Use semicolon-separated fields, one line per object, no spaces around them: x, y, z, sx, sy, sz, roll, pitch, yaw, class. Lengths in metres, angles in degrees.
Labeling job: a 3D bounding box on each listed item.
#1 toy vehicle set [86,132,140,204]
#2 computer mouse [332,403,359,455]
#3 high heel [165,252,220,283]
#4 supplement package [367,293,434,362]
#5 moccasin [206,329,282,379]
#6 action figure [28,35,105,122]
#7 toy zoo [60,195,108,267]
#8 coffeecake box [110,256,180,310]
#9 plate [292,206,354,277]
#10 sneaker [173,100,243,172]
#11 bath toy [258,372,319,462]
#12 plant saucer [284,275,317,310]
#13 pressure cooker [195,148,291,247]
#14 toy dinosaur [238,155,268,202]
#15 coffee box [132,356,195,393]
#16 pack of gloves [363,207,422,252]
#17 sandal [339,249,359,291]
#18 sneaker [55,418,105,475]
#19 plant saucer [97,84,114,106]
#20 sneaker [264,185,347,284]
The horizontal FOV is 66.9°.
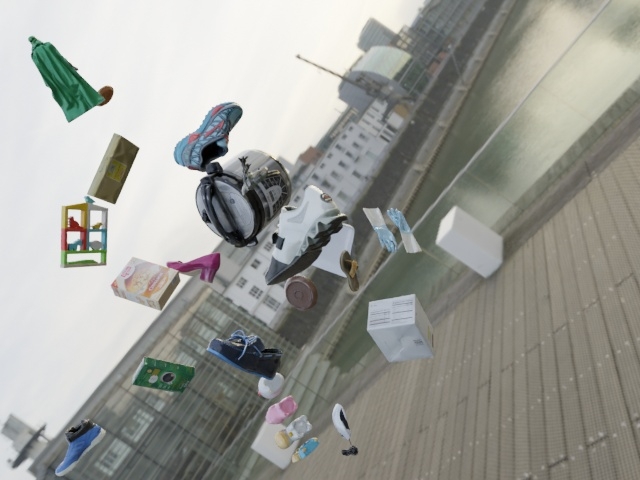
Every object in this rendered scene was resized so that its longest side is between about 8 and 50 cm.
-0.834;-0.285;1.961;0.166;0.035;0.267;61;-129;-82;toy vehicle set
0.082;0.711;1.810;0.042;0.193;0.106;-14;-13;-26;computer mouse
-0.482;0.079;1.830;0.082;0.244;0.117;27;-103;-55;high heel
0.340;0.372;2.023;0.203;0.262;0.145;-14;43;23;supplement package
-0.243;0.360;1.586;0.117;0.137;0.342;-62;-31;-11;moccasin
-0.730;-0.466;1.361;0.137;0.232;0.063;-27;26;8;action figure
-0.966;-0.038;1.988;0.192;0.030;0.294;-2;-85;-58;toy zoo
-0.618;0.152;1.719;0.068;0.185;0.142;96;-167;-48;coffeecake box
0.000;0.000;1.916;0.277;0.277;0.045;94;-159;-45;plate
-0.301;-0.295;1.425;0.262;0.125;0.104;-52;-26;-17;sneaker
-0.149;0.703;1.941;0.151;0.348;0.129;-23;-20;-28;bath toy
-0.094;0.241;2.175;0.168;0.168;0.029;-55;-11;27;plant saucer
-0.374;-0.190;2.275;0.420;0.369;0.376;-48;-11;-47;pressure cooker
-0.247;-0.220;1.667;0.064;0.118;0.268;-13;-8;-22;toy dinosaur
-0.544;0.471;1.684;0.113;0.184;0.040;-55;31;24;coffee box
0.302;-0.053;1.970;0.195;0.232;0.046;-1;-37;-32;pack of gloves
0.117;0.109;1.763;0.049;0.180;0.072;-5;31;30;sandal
-0.669;0.552;1.305;0.152;0.085;0.058;-44;21;-13;sneaker
-0.736;-0.491;1.650;0.083;0.013;0.083;-51;-1;-1;plant saucer
-0.067;-0.011;1.293;0.122;0.146;0.330;-12;-30;-51;sneaker
